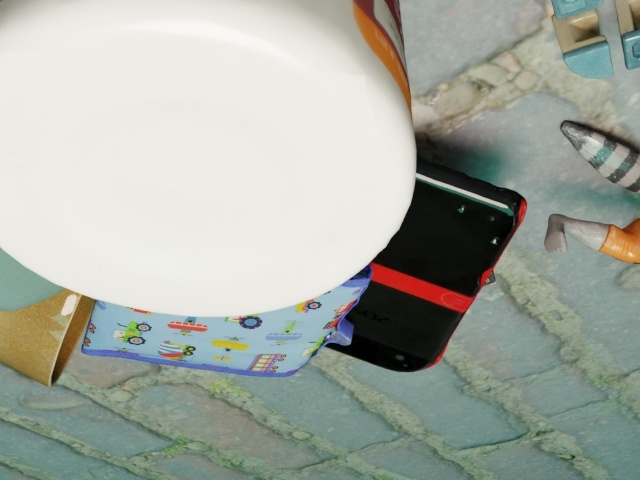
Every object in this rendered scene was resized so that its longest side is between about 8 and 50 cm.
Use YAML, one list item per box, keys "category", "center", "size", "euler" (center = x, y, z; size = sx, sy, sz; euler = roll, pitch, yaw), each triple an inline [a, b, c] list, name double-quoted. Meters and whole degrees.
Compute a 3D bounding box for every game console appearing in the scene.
- category: "game console"
  center: [0.000, 0.000, 0.913]
  size: [0.386, 0.060, 0.342]
  euler: [19, 137, 2]

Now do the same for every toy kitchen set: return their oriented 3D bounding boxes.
- category: "toy kitchen set"
  center: [0.300, -0.217, 0.655]
  size: [0.207, 0.122, 0.166]
  euler: [-15, 140, 18]

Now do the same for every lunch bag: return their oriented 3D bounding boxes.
- category: "lunch bag"
  center: [-0.095, 0.064, 0.895]
  size: [0.293, 0.138, 0.221]
  euler: [20, 135, -12]

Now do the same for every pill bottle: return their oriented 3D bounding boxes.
- category: "pill bottle"
  center: [-0.066, -0.172, 0.484]
  size: [0.224, 0.392, 0.224]
  euler: [0, 142, 0]

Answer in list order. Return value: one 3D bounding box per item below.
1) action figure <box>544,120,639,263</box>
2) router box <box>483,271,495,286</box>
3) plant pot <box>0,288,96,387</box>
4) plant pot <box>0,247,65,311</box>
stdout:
- category: "action figure"
  center: [0.444, -0.075, 0.867]
  size: [0.330, 0.178, 0.341]
  euler: [15, 113, -30]
- category: "router box"
  center: [0.169, -0.009, 0.949]
  size: [0.038, 0.092, 0.122]
  euler: [-20, 138, 22]
- category: "plant pot"
  center: [-0.370, 0.006, 0.877]
  size: [0.254, 0.237, 0.237]
  euler: [24, 138, -9]
- category: "plant pot"
  center: [-0.323, -0.119, 0.628]
  size: [0.341, 0.341, 0.334]
  euler: [-6, 150, 7]
